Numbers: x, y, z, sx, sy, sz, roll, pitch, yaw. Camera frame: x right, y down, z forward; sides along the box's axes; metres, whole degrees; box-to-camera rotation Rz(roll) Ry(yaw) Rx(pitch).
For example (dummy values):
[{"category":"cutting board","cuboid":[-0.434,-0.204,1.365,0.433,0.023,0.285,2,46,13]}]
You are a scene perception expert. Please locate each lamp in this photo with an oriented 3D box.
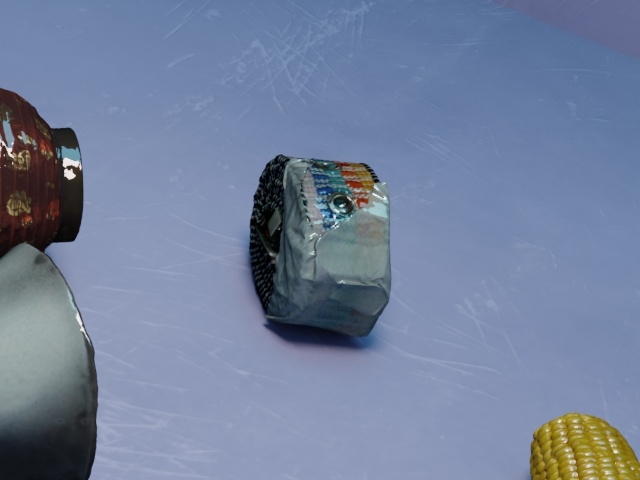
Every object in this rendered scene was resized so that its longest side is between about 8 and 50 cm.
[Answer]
[{"category":"lamp","cuboid":[-0.399,-0.065,1.961,0.247,0.247,0.247,13,28,-7]}]

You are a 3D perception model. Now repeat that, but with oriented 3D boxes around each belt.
[{"category":"belt","cuboid":[0.000,0.000,2.098,0.150,0.207,0.257,4,23,-18]}]

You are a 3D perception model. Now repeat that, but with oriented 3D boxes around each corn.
[{"category":"corn","cuboid":[0.311,0.318,1.765,0.144,0.144,0.387,10,31,-13]}]

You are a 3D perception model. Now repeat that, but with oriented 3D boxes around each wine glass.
[{"category":"wine glass","cuboid":[-0.442,0.155,1.552,0.406,0.267,0.267,-8,36,-28]}]
